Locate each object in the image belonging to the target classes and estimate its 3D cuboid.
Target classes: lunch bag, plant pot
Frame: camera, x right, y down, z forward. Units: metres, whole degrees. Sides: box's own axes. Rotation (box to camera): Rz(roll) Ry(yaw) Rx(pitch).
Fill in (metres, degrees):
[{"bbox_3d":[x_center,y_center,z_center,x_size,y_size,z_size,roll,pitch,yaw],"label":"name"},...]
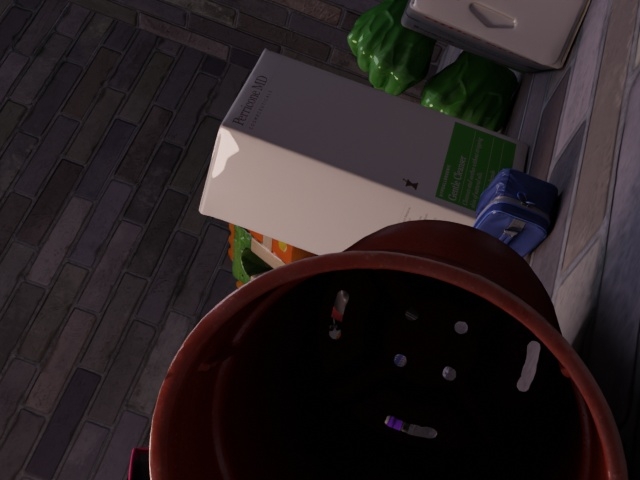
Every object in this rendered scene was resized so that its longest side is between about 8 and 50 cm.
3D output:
[{"bbox_3d":[0.196,-0.022,1.033,0.098,0.067,0.065,114,176,-64],"label":"lunch bag"},{"bbox_3d":[0.062,0.110,0.692,0.265,0.272,0.272,-43,-25,-72],"label":"plant pot"}]

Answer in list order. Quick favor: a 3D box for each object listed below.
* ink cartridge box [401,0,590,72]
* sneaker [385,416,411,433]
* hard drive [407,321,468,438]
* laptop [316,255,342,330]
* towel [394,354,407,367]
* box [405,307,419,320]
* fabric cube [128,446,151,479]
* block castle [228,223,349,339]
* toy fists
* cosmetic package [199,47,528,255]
[{"bbox_3d":[0.231,-0.321,1.387,0.289,0.211,0.121,-80,12,-82],"label":"ink cartridge box"},{"bbox_3d":[0.047,0.254,1.312,0.293,0.146,0.102,113,177,-60],"label":"sneaker"},{"bbox_3d":[0.118,0.202,1.010,0.172,0.054,0.254,119,172,-89],"label":"hard drive"},{"bbox_3d":[0.009,0.044,1.993,0.136,0.264,0.234,-48,-41,-51],"label":"laptop"},{"bbox_3d":[-0.028,0.230,1.334,0.243,0.336,0.040,103,152,-42],"label":"towel"},{"bbox_3d":[0.140,0.046,1.512,0.293,0.073,0.295,-64,4,-28],"label":"box"},{"bbox_3d":[-0.120,0.436,1.222,0.259,0.254,0.258,-104,23,-63],"label":"fabric cube"},{"bbox_3d":[0.000,0.000,1.754,0.303,0.213,0.453,-19,-51,-35],"label":"block castle"},{"bbox_3d":[0.168,-0.257,1.574,0.142,0.279,0.096,-54,3,-30],"label":"toy fists"},{"bbox_3d":[0.056,-0.078,1.283,0.197,0.366,0.155,-71,1,-47],"label":"cosmetic package"}]
